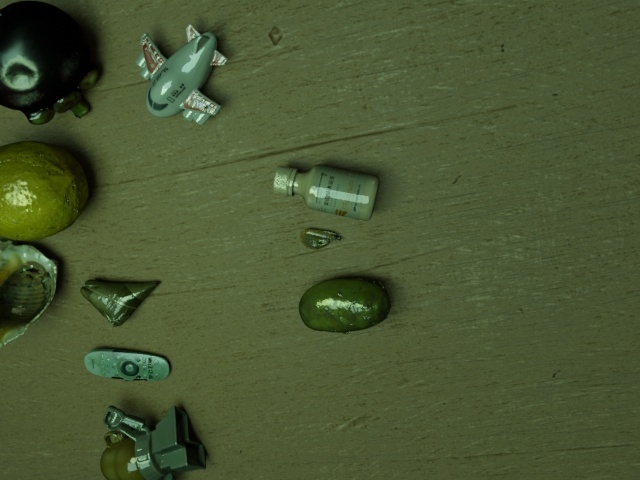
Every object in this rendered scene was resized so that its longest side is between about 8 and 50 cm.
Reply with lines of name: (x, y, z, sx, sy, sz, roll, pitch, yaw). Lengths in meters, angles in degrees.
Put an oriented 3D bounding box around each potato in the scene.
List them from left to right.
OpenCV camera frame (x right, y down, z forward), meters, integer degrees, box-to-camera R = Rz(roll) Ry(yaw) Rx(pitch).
potato: (0.058, 0.167, 1.497, 0.251, 0.113, 0.149, -9, 112, 21)

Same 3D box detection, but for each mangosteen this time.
mangosteen: (-0.675, -0.415, 1.402, 0.275, 0.275, 0.302, -20, 137, 15)

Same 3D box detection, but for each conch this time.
conch: (-0.856, 0.134, 1.609, 0.263, 0.186, 0.324, -4, 80, -1)

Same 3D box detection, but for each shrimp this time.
shrimp: (0.000, 0.000, 1.503, 0.108, 0.023, 0.059, 10, 117, 7)

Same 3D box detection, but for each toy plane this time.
toy plane: (-0.335, -0.398, 1.396, 0.252, 0.118, 0.252, 4, 108, 12)

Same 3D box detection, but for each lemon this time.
lemon: (-0.747, -0.126, 1.476, 0.310, 0.258, 0.258, -10, 104, 10)

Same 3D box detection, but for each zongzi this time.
zongzi: (-0.565, 0.131, 1.618, 0.160, 0.078, 0.176, 41, 99, -3)

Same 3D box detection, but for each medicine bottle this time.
medicine bottle: (0.012, -0.127, 1.414, 0.252, 0.114, 0.114, 13, 108, 7)

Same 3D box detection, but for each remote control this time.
remote control: (-0.566, 0.364, 1.699, 0.256, 0.045, 0.097, 7, 108, 5)

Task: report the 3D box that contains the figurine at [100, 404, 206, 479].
figurine: (-0.511, 0.630, 1.704, 0.285, 0.167, 0.342, -23, 81, 7)
